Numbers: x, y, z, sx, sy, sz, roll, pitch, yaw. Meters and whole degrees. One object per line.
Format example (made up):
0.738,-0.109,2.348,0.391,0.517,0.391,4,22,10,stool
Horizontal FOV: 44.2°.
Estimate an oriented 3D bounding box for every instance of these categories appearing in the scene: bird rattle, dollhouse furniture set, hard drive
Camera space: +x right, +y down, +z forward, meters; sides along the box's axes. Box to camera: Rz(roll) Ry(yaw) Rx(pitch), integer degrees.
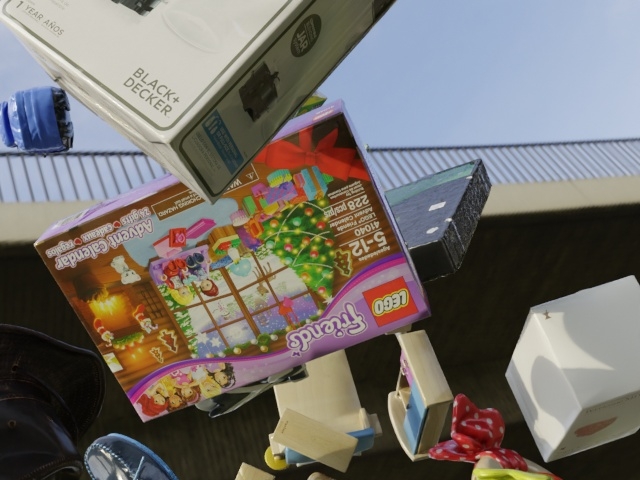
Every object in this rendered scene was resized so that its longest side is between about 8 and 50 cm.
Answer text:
0.233,0.309,0.940,0.206,0.253,0.143,29,-83,-5,bird rattle
-0.036,0.338,1.161,0.123,0.144,0.151,77,-145,-74,dollhouse furniture set
0.031,0.252,1.343,0.303,0.286,0.198,-9,-40,-12,dollhouse furniture set
0.130,-0.016,1.240,0.236,0.339,0.064,-17,-72,26,hard drive

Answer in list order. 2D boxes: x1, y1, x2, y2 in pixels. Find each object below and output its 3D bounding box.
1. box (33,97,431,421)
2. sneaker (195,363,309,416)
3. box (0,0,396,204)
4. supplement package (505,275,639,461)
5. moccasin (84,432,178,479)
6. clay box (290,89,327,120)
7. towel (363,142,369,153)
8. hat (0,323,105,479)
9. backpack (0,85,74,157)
-0.074,0.025,0.704,0.293,0.057,0.201,-22,-70,11,box
-0.099,0.158,0.994,0.153,0.094,0.235,-18,-3,-4,sneaker
-0.042,-0.187,0.513,0.290,0.169,0.087,-51,-21,-10,box
0.432,0.217,1.277,0.177,0.175,0.293,-17,-30,-5,supplement package
-0.272,0.444,1.254,0.116,0.342,0.138,-19,-40,-52,moccasin
-0.070,-0.170,1.244,0.222,0.053,0.127,-51,-5,26,clay box
0.014,-0.175,1.644,0.023,0.152,0.113,76,-144,-66,towel
-0.348,0.243,0.811,0.331,0.134,0.331,-30,-34,-22,hat
-0.400,-0.164,1.110,0.101,0.120,0.098,-15,-79,-13,backpack
